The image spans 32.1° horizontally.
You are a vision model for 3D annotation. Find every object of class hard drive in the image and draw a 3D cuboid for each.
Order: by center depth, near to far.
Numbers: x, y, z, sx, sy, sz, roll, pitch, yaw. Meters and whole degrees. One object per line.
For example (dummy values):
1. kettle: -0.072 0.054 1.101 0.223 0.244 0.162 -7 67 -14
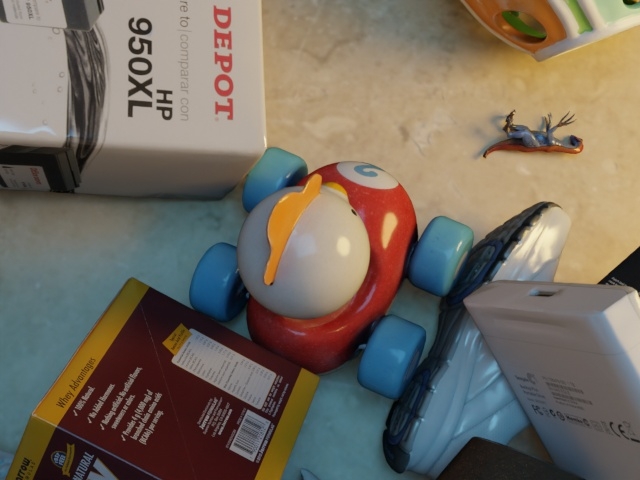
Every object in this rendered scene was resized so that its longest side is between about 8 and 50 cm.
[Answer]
1. hard drive: 0.262 0.194 0.914 0.047 0.233 0.353 -32 99 -15

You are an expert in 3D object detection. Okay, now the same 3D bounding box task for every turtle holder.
1. turtle holder: 0.262 -0.314 1.115 0.320 0.243 0.227 -24 95 -49

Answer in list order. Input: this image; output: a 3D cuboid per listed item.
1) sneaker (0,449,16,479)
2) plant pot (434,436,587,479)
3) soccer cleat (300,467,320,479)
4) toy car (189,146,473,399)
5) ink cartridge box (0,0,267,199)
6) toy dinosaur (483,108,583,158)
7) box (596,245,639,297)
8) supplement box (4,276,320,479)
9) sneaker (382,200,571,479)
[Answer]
1. sneaker: -0.360 0.233 0.944 0.366 0.150 0.135 26 34 -6
2. plant pot: 0.136 0.291 0.932 0.215 0.215 0.230 22 80 2
3. soccer cleat: -0.067 0.287 1.011 0.196 0.068 0.076 -34 66 -12
4. toy car: 0.000 0.000 0.972 0.219 0.238 0.210 24 75 15
5. ink cartridge box: -0.257 -0.200 1.013 0.395 0.166 0.285 2 77 -20
6. toy dinosaur: 0.226 -0.103 1.147 0.082 0.047 0.090 35 110 -4
7. box: 0.347 0.111 0.983 0.184 0.261 0.103 -37 36 -10
8. supplement box: -0.133 0.169 0.942 0.194 0.129 0.191 28 36 -2
9. sneaker: 0.171 0.102 1.061 0.129 0.111 0.297 28 82 -9
